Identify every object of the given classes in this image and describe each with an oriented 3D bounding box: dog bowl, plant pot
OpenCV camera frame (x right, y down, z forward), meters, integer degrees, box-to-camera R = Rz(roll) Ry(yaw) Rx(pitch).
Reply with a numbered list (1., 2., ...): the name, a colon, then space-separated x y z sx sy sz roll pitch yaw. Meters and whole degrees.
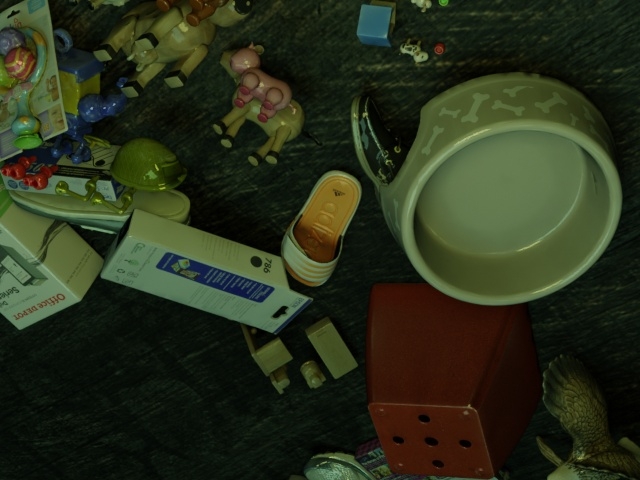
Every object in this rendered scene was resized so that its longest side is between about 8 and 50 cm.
1. dog bowl: 0.259 -0.056 1.470 0.348 0.102 0.349 -2 125 -2
2. plant pot: 0.210 0.248 1.752 0.267 0.236 0.267 -2 130 22

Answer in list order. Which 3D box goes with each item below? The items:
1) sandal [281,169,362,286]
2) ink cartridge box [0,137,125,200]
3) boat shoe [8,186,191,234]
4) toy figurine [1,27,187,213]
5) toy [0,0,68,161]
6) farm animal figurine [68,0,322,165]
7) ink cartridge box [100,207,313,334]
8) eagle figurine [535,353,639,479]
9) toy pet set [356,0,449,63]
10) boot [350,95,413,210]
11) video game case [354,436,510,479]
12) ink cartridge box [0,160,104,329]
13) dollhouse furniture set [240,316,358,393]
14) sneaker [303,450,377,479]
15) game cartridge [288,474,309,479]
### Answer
1. sandal: -0.010 -0.005 1.719 0.101 0.076 0.265 23 135 1
2. ink cartridge box: -0.420 -0.121 1.760 0.207 0.097 0.046 7 132 16
3. boat shoe: -0.379 -0.045 1.803 0.319 0.116 0.099 8 133 6
4. toy figurine: -0.385 -0.209 1.602 0.362 0.191 0.217 19 121 26
5. toy: -0.459 -0.252 1.566 0.136 0.237 0.056 -20 164 23
6. farm animal figurine: -0.164 -0.283 1.480 0.326 0.172 0.330 11 142 29
7. ink cartridge box: -0.189 0.057 1.774 0.332 0.065 0.165 21 145 -18
8. eagle figurine: 0.458 0.355 1.758 0.226 0.225 0.298 20 143 18
9. toy pet set: 0.112 -0.296 1.417 0.114 0.065 0.122 10 133 13
10. boot: 0.155 -0.126 1.547 0.178 0.085 0.236 -10 126 23
11. video game case: 0.217 0.443 2.060 0.210 0.042 0.232 42 132 -17
12. ink cartridge box: -0.566 0.014 1.926 0.198 0.115 0.273 -24 119 36
13. dollhouse furniture set: -0.041 0.191 1.944 0.151 0.123 0.144 -31 120 0
14. sneaker: 0.086 0.534 2.138 0.283 0.122 0.110 31 134 -7
15. game cartridge: -0.061 0.708 2.278 0.068 0.230 0.355 7 133 15
